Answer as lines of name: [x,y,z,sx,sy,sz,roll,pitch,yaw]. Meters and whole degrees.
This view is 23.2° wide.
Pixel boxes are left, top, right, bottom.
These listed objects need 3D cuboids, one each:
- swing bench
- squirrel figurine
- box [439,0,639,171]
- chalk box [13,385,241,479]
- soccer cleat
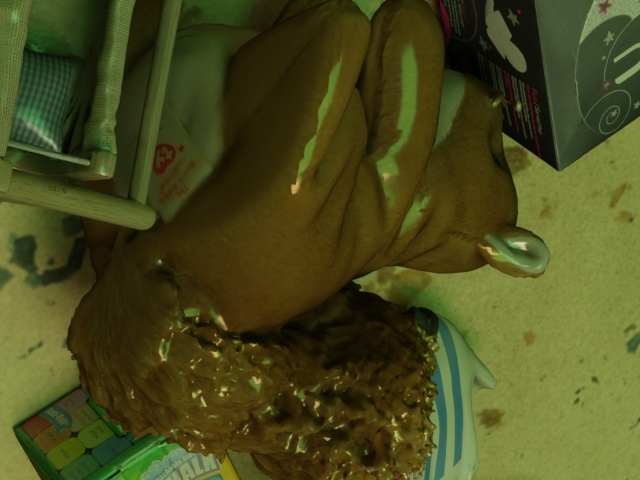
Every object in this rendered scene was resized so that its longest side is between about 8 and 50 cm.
swing bench: [-0.207,-0.154,0.972,0.255,0.165,0.253,18,81,-68]
squirrel figurine: [0.000,0.000,1.209,0.370,0.281,0.396,12,88,-50]
box: [0.199,-0.210,1.272,0.163,0.142,0.247,-33,139,-16]
chalk box: [-0.152,0.188,1.272,0.132,0.132,0.213,-33,122,-15]
soccer cleat: [0.073,0.208,1.340,0.143,0.116,0.331,42,51,-23]
